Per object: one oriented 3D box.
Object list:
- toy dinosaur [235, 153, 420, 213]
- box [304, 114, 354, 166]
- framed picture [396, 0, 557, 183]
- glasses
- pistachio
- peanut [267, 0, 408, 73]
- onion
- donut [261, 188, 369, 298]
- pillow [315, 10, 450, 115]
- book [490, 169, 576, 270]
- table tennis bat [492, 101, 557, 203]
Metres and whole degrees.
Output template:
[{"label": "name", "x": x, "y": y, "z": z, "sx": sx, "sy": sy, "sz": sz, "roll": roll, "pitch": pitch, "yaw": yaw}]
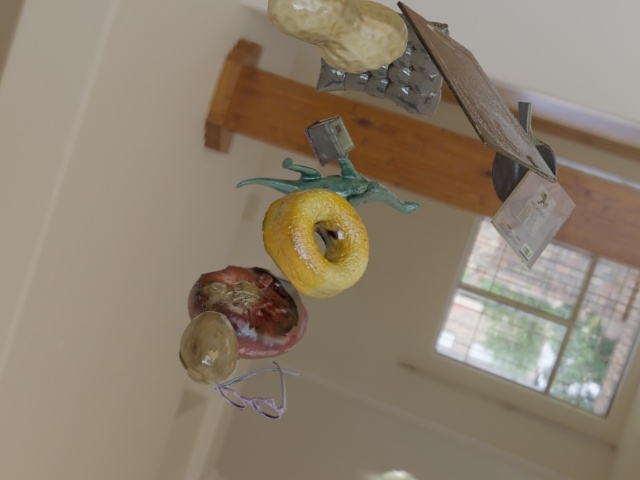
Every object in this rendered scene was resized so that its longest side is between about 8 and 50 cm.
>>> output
[{"label": "toy dinosaur", "x": 0.030, "y": -0.101, "z": 2.101, "sx": 0.384, "sy": 0.129, "sz": 0.331, "roll": -3, "pitch": 167, "yaw": 11}, {"label": "box", "x": 0.020, "y": -0.196, "z": 1.727, "sx": 0.063, "sy": 0.084, "sz": 0.060, "roll": -14, "pitch": -164, "yaw": 36}, {"label": "framed picture", "x": 0.261, "y": -0.245, "z": 1.475, "sx": 0.244, "sy": 0.013, "sz": 0.323, "roll": 18, "pitch": -141, "yaw": -49}, {"label": "glasses", "x": -0.090, "y": 0.225, "z": 1.436, "sx": 0.140, "sy": 0.103, "sz": 0.062, "roll": 11, "pitch": 141, "yaw": 36}, {"label": "pistachio", "x": -0.206, "y": 0.197, "z": 1.637, "sx": 0.113, "sy": 0.149, "sz": 0.113, "roll": 5, "pitch": 141, "yaw": 4}, {"label": "peanut", "x": 0.024, "y": -0.328, "z": 1.356, "sx": 0.257, "sy": 0.123, "sz": 0.123, "roll": 12, "pitch": -172, "yaw": -39}, {"label": "onion", "x": -0.168, "y": 0.178, "z": 1.967, "sx": 0.272, "sy": 0.195, "sz": 0.272, "roll": 19, "pitch": -150, "yaw": -11}, {"label": "donut", "x": 0.002, "y": -0.001, "z": 1.445, "sx": 0.174, "sy": 0.190, "sz": 0.075, "roll": -22, "pitch": 179, "yaw": -39}, {"label": "pillow", "x": 0.144, "y": -0.439, "z": 2.128, "sx": 0.326, "sy": 0.228, "sz": 0.101, "roll": 17, "pitch": -142, "yaw": 19}, {"label": "book", "x": 0.398, "y": -0.049, "z": 1.660, "sx": 0.127, "sy": 0.181, "sz": 0.014, "roll": 49, "pitch": 155, "yaw": -18}, {"label": "table tennis bat", "x": 0.410, "y": -0.169, "z": 1.784, "sx": 0.130, "sy": 0.220, "sz": 0.019, "roll": 2, "pitch": -174, "yaw": 22}]
